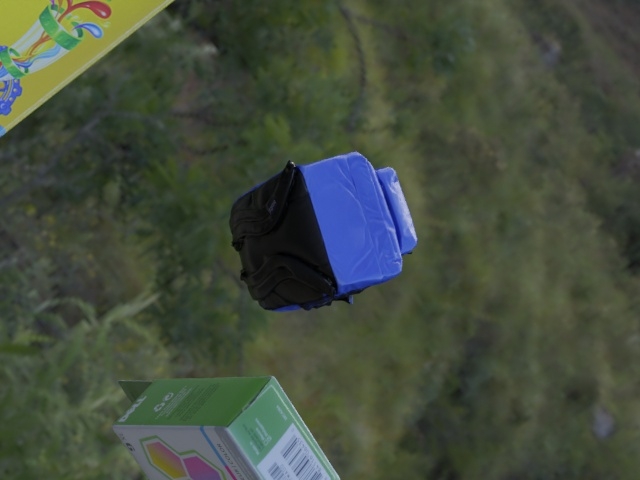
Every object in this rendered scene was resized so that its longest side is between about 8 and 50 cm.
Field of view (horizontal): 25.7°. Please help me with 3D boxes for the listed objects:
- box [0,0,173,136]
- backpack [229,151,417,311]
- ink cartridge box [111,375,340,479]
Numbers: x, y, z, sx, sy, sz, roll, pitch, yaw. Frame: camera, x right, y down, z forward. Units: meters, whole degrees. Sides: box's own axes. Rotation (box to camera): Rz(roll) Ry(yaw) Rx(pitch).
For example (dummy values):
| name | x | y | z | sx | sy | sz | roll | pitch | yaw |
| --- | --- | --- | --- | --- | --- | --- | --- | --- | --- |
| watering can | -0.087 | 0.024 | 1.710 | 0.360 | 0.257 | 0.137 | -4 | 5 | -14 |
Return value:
| name | x | y | z | sx | sy | sz | roll | pitch | yaw |
| --- | --- | --- | --- | --- | --- | --- | --- | --- | --- |
| box | -0.178 | -0.187 | 0.797 | 0.177 | 0.290 | 0.279 | 54 | -24 | -16 |
| backpack | 0.000 | 0.000 | 0.964 | 0.101 | 0.120 | 0.098 | -9 | 81 | -35 |
| ink cartridge box | -0.095 | 0.169 | 1.124 | 0.062 | 0.209 | 0.109 | -47 | 116 | -35 |
